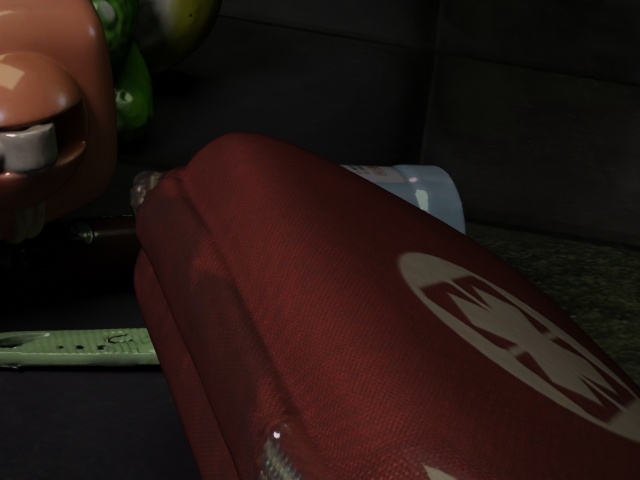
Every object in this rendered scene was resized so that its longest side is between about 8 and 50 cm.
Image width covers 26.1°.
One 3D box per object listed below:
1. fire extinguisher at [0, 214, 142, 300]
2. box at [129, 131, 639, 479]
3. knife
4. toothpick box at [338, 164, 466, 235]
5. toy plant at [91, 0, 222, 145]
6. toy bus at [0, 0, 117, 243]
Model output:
[{"bbox_3d":[-0.143,0.007,0.866,0.158,0.043,0.064,-5,49,-31],"label":"fire extinguisher"},{"bbox_3d":[0.057,0.084,0.584,0.263,0.108,0.404,26,15,-28],"label":"box"},{"bbox_3d":[-0.054,0.061,0.803,0.293,0.020,0.043,0,21,-17],"label":"knife"},{"bbox_3d":[0.000,0.000,0.857,0.153,0.101,0.101,1,24,-24],"label":"toothpick box"},{"bbox_3d":[-0.196,-0.198,1.157,0.184,0.224,0.316,-28,12,20],"label":"toy plant"},{"bbox_3d":[-0.249,-0.071,0.785,0.287,0.194,0.232,-16,30,-30],"label":"toy bus"}]
